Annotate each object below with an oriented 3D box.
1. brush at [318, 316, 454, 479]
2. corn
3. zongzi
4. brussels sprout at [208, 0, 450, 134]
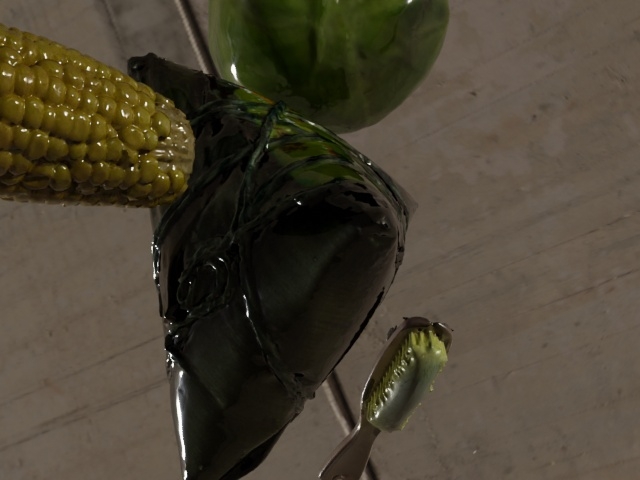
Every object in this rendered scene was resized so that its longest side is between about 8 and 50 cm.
[{"bbox_3d":[0.065,0.216,0.954,0.072,0.067,0.313,21,-56,-8],"label":"brush"},{"bbox_3d":[-0.229,-0.085,0.499,0.119,0.321,0.119,-26,-123,48],"label":"corn"},{"bbox_3d":[0.000,0.000,0.792,0.319,0.362,0.384,-51,-139,31],"label":"zongzi"},{"bbox_3d":[0.008,-0.309,0.988,0.289,0.281,0.355,-3,-73,-15],"label":"brussels sprout"}]
